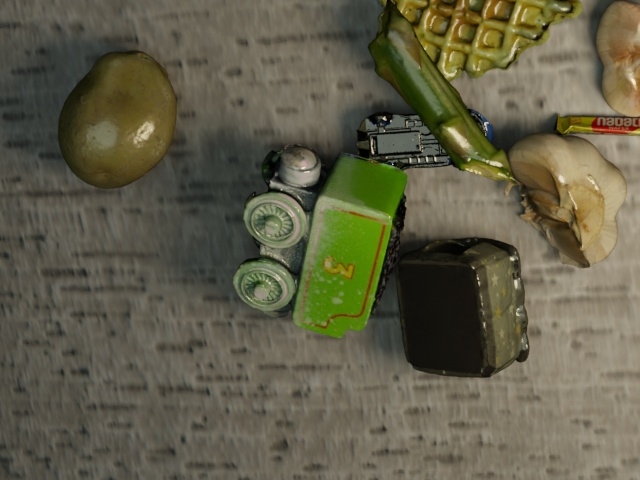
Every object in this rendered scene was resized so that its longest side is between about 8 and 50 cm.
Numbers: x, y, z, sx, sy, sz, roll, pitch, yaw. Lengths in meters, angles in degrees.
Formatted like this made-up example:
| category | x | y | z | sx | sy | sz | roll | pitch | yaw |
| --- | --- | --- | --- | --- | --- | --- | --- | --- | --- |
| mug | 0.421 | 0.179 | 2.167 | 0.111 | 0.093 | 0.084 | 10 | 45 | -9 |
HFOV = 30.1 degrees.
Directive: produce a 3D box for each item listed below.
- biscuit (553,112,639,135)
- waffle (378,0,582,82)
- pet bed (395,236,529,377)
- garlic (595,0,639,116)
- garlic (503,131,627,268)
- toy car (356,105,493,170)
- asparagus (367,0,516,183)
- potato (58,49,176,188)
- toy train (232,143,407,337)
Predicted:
| category | x | y | z | sx | sy | sz | roll | pitch | yaw |
| --- | --- | --- | --- | --- | --- | --- | --- | --- | --- |
| biscuit | 0.505 | -0.171 | 1.813 | 0.292 | 0.048 | 0.026 | 3 | 135 | 13 |
| waffle | 0.231 | -0.399 | 1.803 | 0.317 | 0.073 | 0.297 | -29 | 91 | 26 |
| pet bed | 0.237 | 0.100 | 1.905 | 0.183 | 0.159 | 0.210 | 1 | 105 | 40 |
| garlic | 0.470 | -0.269 | 1.771 | 0.124 | 0.099 | 0.174 | 9 | 108 | 26 |
| garlic | 0.385 | -0.080 | 1.826 | 0.143 | 0.178 | 0.229 | -40 | 114 | -10 |
| toy car | 0.165 | -0.162 | 1.888 | 0.216 | 0.063 | 0.103 | -4 | 104 | 9 |
| asparagus | 0.176 | -0.210 | 1.805 | 0.085 | 0.082 | 0.343 | -34 | 92 | -23 |
| potato | -0.331 | -0.198 | 1.951 | 0.178 | 0.160 | 0.235 | 13 | 96 | -30 |
| toy train | 0.000 | 0.000 | 1.897 | 0.249 | 0.173 | 0.307 | 16 | 126 | 5 |
